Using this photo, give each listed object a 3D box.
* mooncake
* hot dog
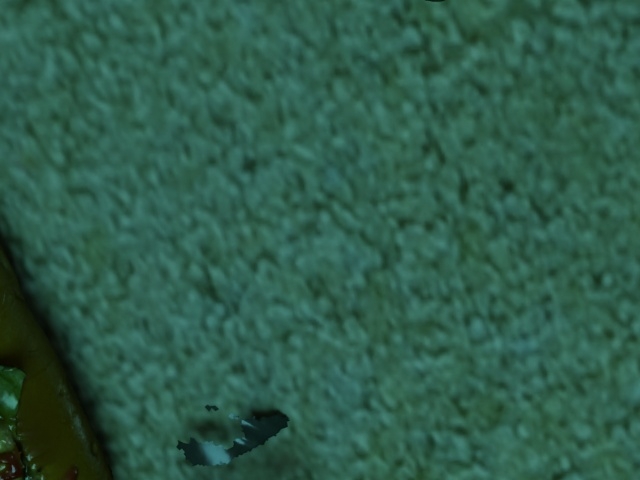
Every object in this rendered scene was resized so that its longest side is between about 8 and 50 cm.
[{"bbox_3d":[0.004,-0.005,0.881,0.150,0.057,0.347,9,116,15],"label":"mooncake"},{"bbox_3d":[-0.166,0.089,0.934,0.104,0.076,0.250,-11,117,10],"label":"hot dog"}]
